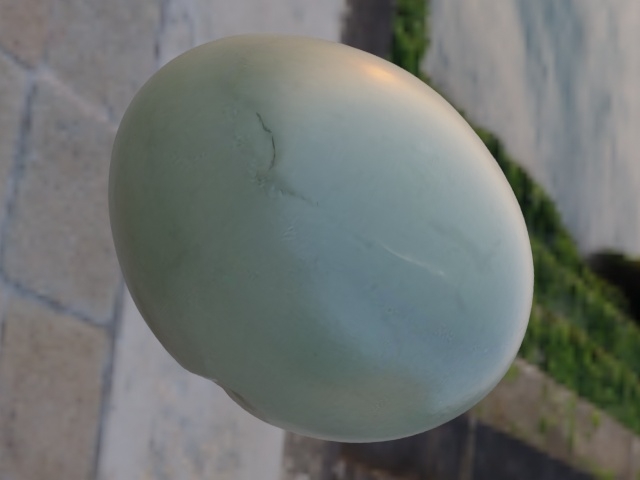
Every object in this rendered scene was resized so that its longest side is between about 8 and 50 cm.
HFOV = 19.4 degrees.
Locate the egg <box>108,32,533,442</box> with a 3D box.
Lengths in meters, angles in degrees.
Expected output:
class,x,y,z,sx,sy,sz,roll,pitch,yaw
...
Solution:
class,x,y,z,sx,sy,sz,roll,pitch,yaw
egg,0.000,0.000,1.084,0.219,0.269,0.219,-56,-169,17
